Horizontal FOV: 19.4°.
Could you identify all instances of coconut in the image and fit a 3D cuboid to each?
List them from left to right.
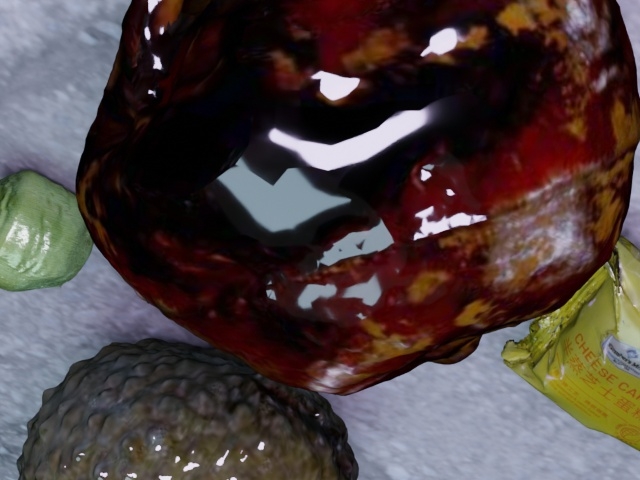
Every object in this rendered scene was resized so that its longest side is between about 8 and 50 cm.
[{"bbox_3d":[-0.206,-0.005,1.305,0.096,0.088,0.088,22,146,-13],"label":"coconut"}]

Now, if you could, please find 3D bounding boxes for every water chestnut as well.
[{"bbox_3d":[0.017,-0.065,0.953,0.289,0.289,0.244,-8,162,34],"label":"water chestnut"}]

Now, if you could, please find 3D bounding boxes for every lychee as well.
[{"bbox_3d":[-0.102,0.191,1.376,0.255,0.274,0.255,22,168,5],"label":"lychee"}]

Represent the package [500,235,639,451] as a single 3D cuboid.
[{"bbox_3d":[0.236,0.087,1.205,0.226,0.090,0.168,26,144,-6],"label":"package"}]
